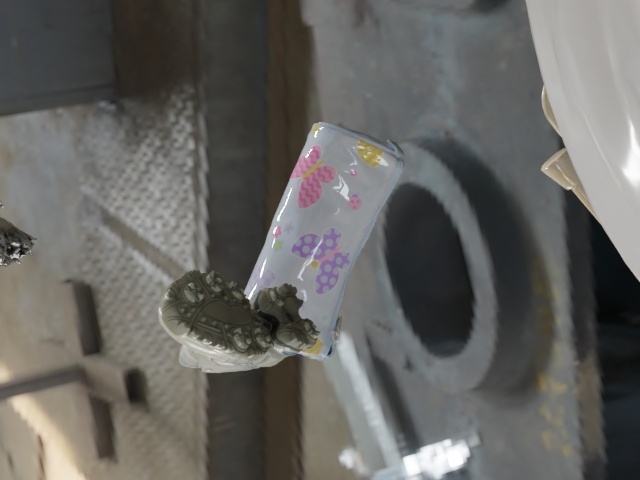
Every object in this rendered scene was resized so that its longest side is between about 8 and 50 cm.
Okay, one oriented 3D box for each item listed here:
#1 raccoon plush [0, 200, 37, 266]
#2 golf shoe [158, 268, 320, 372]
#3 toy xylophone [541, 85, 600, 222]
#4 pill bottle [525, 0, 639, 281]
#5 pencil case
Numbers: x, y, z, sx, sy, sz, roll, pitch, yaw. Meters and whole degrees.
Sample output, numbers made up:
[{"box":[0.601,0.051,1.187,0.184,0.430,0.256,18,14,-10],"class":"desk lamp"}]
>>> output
[{"box":[-0.452,-0.008,1.375,0.216,0.446,0.299,-11,116,30],"class":"raccoon plush"},{"box":[-0.073,0.071,1.080,0.086,0.176,0.069,-33,68,20],"class":"golf shoe"},{"box":[0.308,-0.057,1.352,0.322,0.236,0.081,43,121,-10],"class":"toy xylophone"},{"box":[0.237,-0.095,0.456,0.176,0.318,0.176,163,90,-79],"class":"pill bottle"},{"box":[0.000,0.000,1.759,0.124,0.113,0.273,20,90,37],"class":"pencil case"}]
